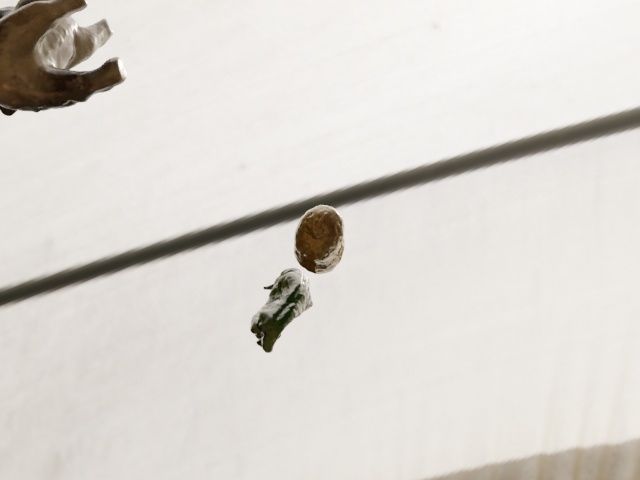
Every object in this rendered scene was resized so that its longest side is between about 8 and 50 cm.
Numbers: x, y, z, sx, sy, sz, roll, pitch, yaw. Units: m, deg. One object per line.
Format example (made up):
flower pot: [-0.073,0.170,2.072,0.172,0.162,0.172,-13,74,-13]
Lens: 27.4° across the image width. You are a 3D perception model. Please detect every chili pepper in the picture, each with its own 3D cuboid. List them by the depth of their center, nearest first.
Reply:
chili pepper: [-0.062,0.106,2.154,0.100,0.257,0.074,-42,-86,20]

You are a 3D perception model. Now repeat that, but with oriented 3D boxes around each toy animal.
toy animal: [-0.499,-0.311,2.167,0.194,0.303,0.344,64,-2,-22]

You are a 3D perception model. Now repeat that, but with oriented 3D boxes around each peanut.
peanut: [0.001,-0.002,2.066,0.089,0.089,0.193,57,-10,9]
